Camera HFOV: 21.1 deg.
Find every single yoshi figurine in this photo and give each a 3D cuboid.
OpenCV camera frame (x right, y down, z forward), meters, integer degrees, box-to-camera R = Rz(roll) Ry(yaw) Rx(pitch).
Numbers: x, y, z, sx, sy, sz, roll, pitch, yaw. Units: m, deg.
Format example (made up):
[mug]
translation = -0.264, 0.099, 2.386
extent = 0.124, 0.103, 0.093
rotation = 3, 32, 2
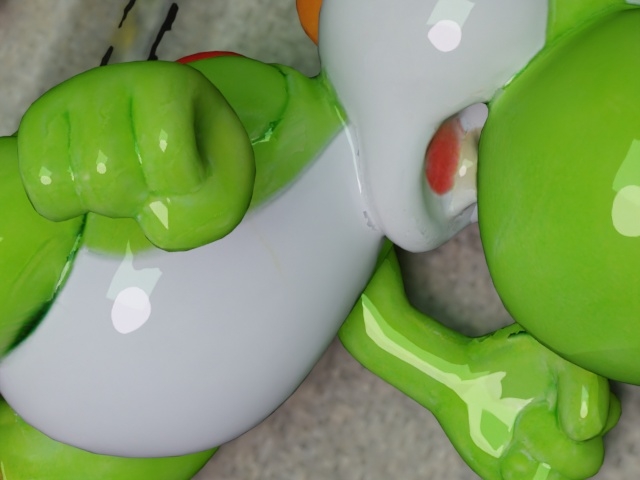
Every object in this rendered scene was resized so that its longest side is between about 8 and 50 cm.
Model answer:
[yoshi figurine]
translation = 0.005, 0.013, 0.510
extent = 0.362, 0.203, 0.203
rotation = -32, 91, 7
